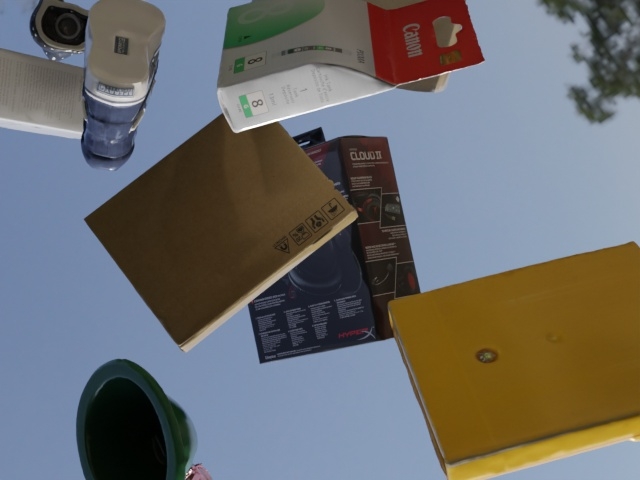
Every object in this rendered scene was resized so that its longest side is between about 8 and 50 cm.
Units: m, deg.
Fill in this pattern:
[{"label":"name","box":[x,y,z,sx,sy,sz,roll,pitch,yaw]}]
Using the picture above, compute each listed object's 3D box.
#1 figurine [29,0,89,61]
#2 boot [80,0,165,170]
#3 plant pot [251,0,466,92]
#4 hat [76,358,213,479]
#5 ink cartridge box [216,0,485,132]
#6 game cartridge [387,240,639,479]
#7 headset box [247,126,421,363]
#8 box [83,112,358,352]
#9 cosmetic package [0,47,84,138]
[{"label":"figurine","box":[-0.359,-0.361,1.631,0.092,0.214,0.209,6,-179,-17]},{"label":"boot","box":[-0.177,-0.139,0.995,0.069,0.086,0.190,12,-148,-8]},{"label":"plant pot","box":[0.077,-0.346,1.338,0.257,0.274,0.256,18,-159,-7]},{"label":"hat","box":[-0.138,0.204,1.222,0.184,0.208,0.173,-8,-119,-44]},{"label":"ink cartridge box","box":[0.023,-0.185,1.043,0.181,0.225,0.056,-91,-17,-58]},{"label":"game cartridge","box":[0.258,0.123,1.263,0.285,0.324,0.052,-106,4,-57]},{"label":"headset box","box":[0.000,0.000,1.530,0.110,0.218,0.293,-7,-97,-50]},{"label":"box","box":[-0.094,-0.021,1.063,0.164,0.201,0.021,50,175,21]},{"label":"cosmetic package","box":[-0.344,-0.171,1.365,0.231,0.117,0.085,8,-91,-49]}]
